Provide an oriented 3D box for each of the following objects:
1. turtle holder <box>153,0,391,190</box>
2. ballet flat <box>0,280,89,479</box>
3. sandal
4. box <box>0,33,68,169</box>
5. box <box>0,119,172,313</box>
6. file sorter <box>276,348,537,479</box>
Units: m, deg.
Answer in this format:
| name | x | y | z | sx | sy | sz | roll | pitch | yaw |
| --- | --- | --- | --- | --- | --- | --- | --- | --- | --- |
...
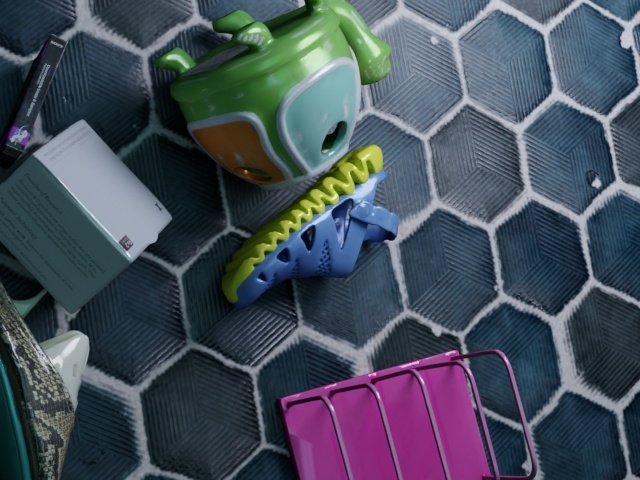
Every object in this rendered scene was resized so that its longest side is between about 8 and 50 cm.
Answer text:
| name | x | y | z | sx | sy | sz | roll | pitch | yaw |
| --- | --- | --- | --- | --- | --- | --- | --- | --- | --- |
| turtle holder | -0.055 | -0.213 | 1.762 | 0.227 | 0.243 | 0.320 | 65 | 26 | -17 |
| ballet flat | -0.398 | 0.097 | 1.596 | 0.182 | 0.164 | 0.483 | -27 | 88 | -33 |
| sandal | 0.000 | 0.000 | 1.786 | 0.317 | 0.126 | 0.138 | -39 | 100 | -21 |
| box | -0.381 | -0.180 | 1.664 | 0.029 | 0.116 | 0.162 | 23 | 74 | -19 |
| box | -0.309 | -0.033 | 1.617 | 0.119 | 0.181 | 0.182 | -39 | 98 | 20 |
| file sorter | 0.124 | 0.276 | 1.750 | 0.290 | 0.182 | 0.202 | -13 | 85 | -23 |
